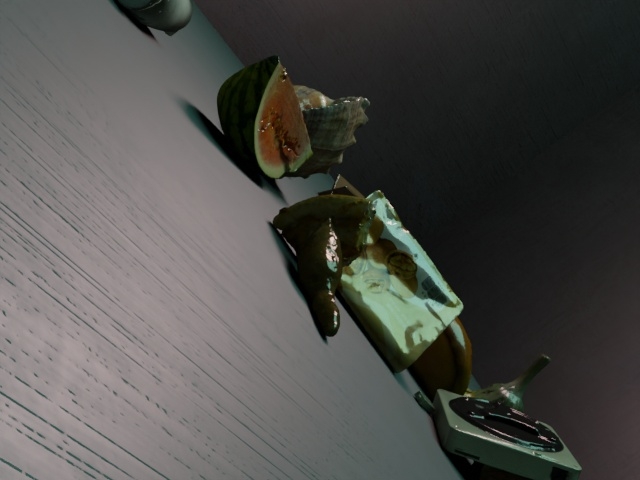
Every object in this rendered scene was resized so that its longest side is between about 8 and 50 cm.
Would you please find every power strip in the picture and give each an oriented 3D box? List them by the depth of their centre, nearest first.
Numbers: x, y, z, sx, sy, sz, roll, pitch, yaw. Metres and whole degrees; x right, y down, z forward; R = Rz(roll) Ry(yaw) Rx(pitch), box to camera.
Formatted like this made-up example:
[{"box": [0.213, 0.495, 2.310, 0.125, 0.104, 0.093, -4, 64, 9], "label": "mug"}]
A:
[{"box": [0.207, 0.321, 1.643, 0.027, 0.017, 0.083, 57, 6, 38], "label": "power strip"}]

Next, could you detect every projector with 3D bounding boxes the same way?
[{"box": [0.357, 0.378, 1.621, 0.257, 0.079, 0.259, 18, 6, 0], "label": "projector"}]

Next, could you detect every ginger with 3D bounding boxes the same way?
[{"box": [0.370, 0.479, 1.612, 0.157, 0.102, 0.216, 26, 12, 2], "label": "ginger"}]

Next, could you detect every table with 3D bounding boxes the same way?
[{"box": [0.110, -0.107, 2.773, 0.226, 0.167, 0.167, 40, 12, -31], "label": "table"}]

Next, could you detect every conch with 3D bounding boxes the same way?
[{"box": [-0.040, -0.233, 1.825, 0.352, 0.297, 0.210, -46, 123, -58], "label": "conch"}]

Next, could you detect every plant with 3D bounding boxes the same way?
[{"box": [0.411, 0.400, 2.008, 0.305, 0.297, 0.261, 36, -20, -18], "label": "plant"}]

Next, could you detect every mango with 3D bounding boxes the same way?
[{"box": [0.266, 0.257, 1.870, 0.136, 0.166, 0.236, -6, 75, -34], "label": "mango"}]

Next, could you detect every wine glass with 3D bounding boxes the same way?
[{"box": [-0.318, -0.466, 1.585, 0.111, 0.111, 0.204, 54, 7, 6], "label": "wine glass"}]

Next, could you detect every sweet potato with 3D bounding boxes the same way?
[{"box": [-0.001, 0.058, 1.286, 0.075, 0.074, 0.270, 50, 24, -33], "label": "sweet potato"}]

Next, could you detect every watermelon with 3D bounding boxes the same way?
[{"box": [-0.114, -0.202, 1.575, 0.303, 0.159, 0.129, 70, 13, -57], "label": "watermelon"}]

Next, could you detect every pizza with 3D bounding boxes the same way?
[{"box": [0.000, 0.000, 1.417, 0.062, 0.182, 0.161, -10, 104, -69], "label": "pizza"}]

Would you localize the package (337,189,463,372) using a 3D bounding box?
[{"box": [0.104, 0.094, 1.679, 0.311, 0.221, 0.165, 52, -34, -2], "label": "package"}]
